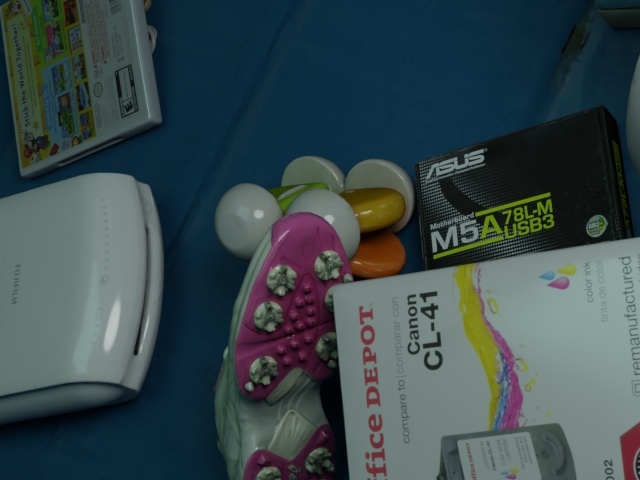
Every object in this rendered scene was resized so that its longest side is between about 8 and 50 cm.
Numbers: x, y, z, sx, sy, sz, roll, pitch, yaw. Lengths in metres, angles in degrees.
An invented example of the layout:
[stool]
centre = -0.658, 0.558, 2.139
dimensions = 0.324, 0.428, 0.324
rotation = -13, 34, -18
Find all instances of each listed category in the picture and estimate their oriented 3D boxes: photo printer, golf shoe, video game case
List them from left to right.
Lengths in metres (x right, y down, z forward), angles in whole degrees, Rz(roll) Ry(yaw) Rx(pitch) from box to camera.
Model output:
[photo printer]
centre = -0.302, 0.067, 1.463
dimensions = 0.308, 0.107, 0.256
rotation = -13, 64, 30
[video game case]
centre = -0.285, -0.209, 1.591
dimensions = 0.206, 0.026, 0.227
rotation = -19, 73, 29
[golf shoe]
centre = -0.049, 0.106, 1.209
dimensions = 0.140, 0.115, 0.306
rotation = 42, 130, 53

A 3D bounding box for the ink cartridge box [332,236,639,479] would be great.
[ink cartridge box]
centre = 0.176, 0.125, 1.072
dimensions = 0.306, 0.131, 0.226
rotation = -10, 80, 29

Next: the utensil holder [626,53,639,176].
[utensil holder]
centre = 0.448, -0.051, 0.865
dimensions = 0.327, 0.327, 0.385
rotation = -49, 54, 8

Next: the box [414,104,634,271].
[box]
centre = 0.181, -0.008, 1.204
dimensions = 0.191, 0.045, 0.184
rotation = -15, 67, 28

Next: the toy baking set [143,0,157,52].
[toy baking set]
centre = -0.272, -0.266, 1.632
dimensions = 0.197, 0.030, 0.256
rotation = -11, 65, 31

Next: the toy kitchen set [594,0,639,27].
[toy kitchen set]
centre = 0.197, -0.282, 1.230
dimensions = 0.207, 0.166, 0.122
rotation = 4, 73, 36

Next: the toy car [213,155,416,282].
[toy car]
centre = 0.000, 0.000, 1.280
dimensions = 0.182, 0.159, 0.136
rotation = 5, 111, 34
